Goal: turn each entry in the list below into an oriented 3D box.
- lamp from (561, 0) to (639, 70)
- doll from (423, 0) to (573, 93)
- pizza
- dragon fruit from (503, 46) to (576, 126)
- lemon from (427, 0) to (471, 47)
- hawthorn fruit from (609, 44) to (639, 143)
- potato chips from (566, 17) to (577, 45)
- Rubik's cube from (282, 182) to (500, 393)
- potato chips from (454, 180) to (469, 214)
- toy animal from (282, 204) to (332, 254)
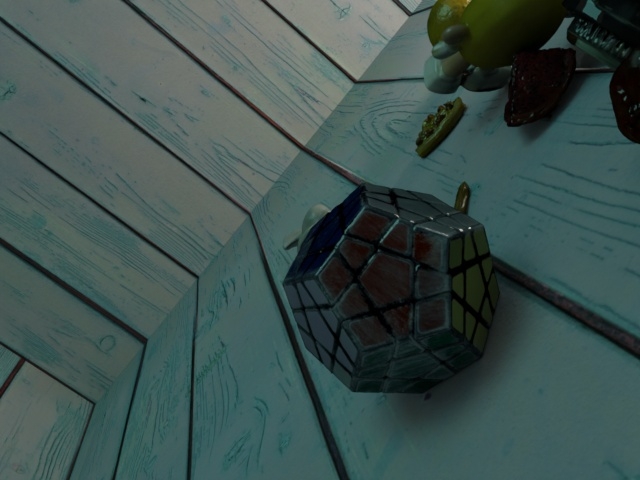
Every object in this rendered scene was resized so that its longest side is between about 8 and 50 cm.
[{"bbox_3d":[0.491,-0.369,1.004,0.374,0.205,0.272,-23,-34,-38],"label":"lamp"},{"bbox_3d":[0.378,-0.418,1.416,0.348,0.161,0.423,-11,-14,-45],"label":"doll"},{"bbox_3d":[0.287,-0.285,1.759,0.175,0.046,0.134,-53,15,-4],"label":"pizza"},{"bbox_3d":[0.412,-0.273,1.325,0.120,0.127,0.161,45,-128,-67],"label":"dragon fruit"},{"bbox_3d":[0.393,-0.606,1.942,0.244,0.187,0.187,-53,14,-25],"label":"lemon"},{"bbox_3d":[0.460,-0.195,0.896,0.172,0.148,0.148,-27,9,-16],"label":"hawthorn fruit"},{"bbox_3d":[0.550,-0.421,1.270,0.195,0.062,0.208,-23,31,55],"label":"potato chips"},{"bbox_3d":[0.105,0.070,1.034,0.319,0.264,0.319,-47,15,17],"label":"Rubik's cube"},{"bbox_3d":[0.265,-0.049,1.311,0.037,0.026,0.204,-39,18,30],"label":"potato chips"},{"bbox_3d":[-0.005,0.005,1.793,0.178,0.127,0.193,-51,17,8],"label":"toy animal"}]
